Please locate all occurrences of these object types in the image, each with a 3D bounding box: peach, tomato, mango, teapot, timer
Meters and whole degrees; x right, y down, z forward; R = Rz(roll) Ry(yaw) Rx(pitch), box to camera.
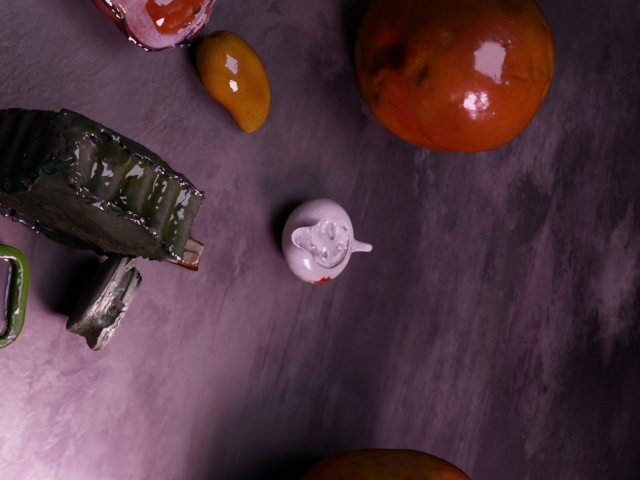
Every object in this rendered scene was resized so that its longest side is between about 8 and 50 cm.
[{"bbox_3d":[0.216,-0.307,1.853,0.302,0.343,0.342,-17,108,-44],"label":"peach"},{"bbox_3d":[-0.240,-0.382,1.498,0.199,0.112,0.228,-45,137,-15],"label":"tomato"},{"bbox_3d":[-0.126,-0.244,1.677,0.102,0.085,0.184,-58,138,-23],"label":"mango"},{"bbox_3d":[0.000,0.000,1.844,0.226,0.092,0.145,4,96,-49],"label":"teapot"},{"bbox_3d":[-0.442,0.072,1.409,0.128,0.047,0.140,5,92,-46],"label":"timer"}]

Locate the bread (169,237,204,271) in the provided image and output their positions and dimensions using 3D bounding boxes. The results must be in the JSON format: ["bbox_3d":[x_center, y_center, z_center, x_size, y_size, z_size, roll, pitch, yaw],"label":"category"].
[{"bbox_3d":[-0.202,0.019,1.651,0.109,0.062,0.043,27,75,-49],"label":"bread"}]

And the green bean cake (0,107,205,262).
[{"bbox_3d":[-0.302,-0.070,1.389,0.241,0.255,0.132,35,68,-40],"label":"green bean cake"}]

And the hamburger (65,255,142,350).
[{"bbox_3d":[-0.296,0.082,1.511,0.062,0.133,0.140,35,74,-15],"label":"hamburger"}]

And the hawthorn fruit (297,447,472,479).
[{"bbox_3d":[0.070,0.562,1.779,0.472,0.472,0.471,-9,103,-46],"label":"hawthorn fruit"}]
